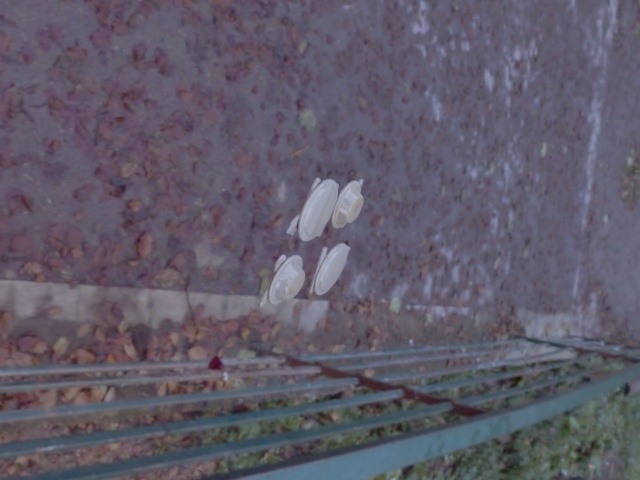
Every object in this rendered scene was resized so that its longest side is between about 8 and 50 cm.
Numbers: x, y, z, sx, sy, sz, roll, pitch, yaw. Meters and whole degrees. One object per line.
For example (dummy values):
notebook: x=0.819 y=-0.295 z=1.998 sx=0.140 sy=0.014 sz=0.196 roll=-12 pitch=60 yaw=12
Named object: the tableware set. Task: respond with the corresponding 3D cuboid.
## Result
tableware set: x=0.000 y=0.000 z=0.711 sx=0.169 sy=0.020 sz=0.141 roll=-10 pitch=125 yaw=-63
